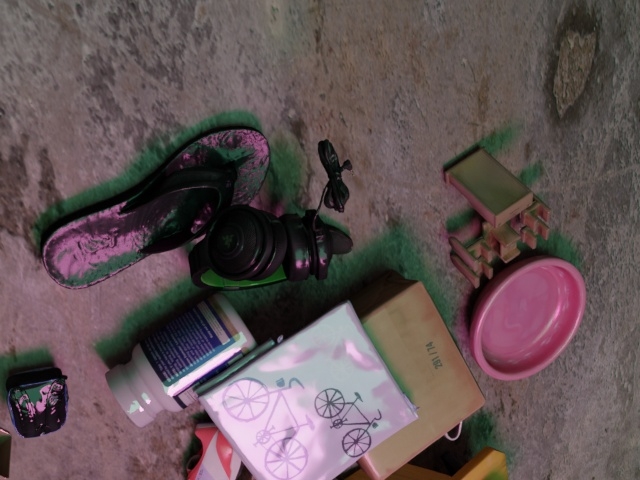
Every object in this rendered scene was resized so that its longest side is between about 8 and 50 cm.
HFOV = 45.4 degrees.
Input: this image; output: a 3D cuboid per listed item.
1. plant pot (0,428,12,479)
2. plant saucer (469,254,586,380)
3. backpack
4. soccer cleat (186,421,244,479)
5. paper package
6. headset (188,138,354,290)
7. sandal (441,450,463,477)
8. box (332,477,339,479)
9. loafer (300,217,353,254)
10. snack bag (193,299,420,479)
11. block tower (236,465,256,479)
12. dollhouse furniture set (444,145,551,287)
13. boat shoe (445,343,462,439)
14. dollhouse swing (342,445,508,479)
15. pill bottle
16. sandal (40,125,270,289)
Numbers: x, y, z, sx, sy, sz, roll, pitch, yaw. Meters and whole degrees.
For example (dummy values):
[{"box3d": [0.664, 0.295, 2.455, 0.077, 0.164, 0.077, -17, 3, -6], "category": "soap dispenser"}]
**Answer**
[{"box3d": [-0.631, 0.391, 1.364, 0.096, 0.109, 0.109, -39, 126, 9], "category": "plant pot"}, {"box3d": [0.490, 0.179, 1.855, 0.332, 0.084, 0.332, -12, 119, -23], "category": "plant saucer"}, {"box3d": [-0.510, 0.290, 1.384, 0.105, 0.084, 0.114, -9, 112, -23], "category": "backpack"}, {"box3d": [-0.240, 0.523, 1.642, 0.117, 0.108, 0.318, 14, 112, -7], "category": "soccer cleat"}, {"box3d": [0.140, 0.278, 1.612, 0.310, 0.168, 0.324, -33, 103, -11], "category": "paper package"}, {"box3d": [-0.080, -0.019, 1.345, 0.243, 0.394, 0.185, 2, 69, -37], "category": "headset"}, {"box3d": [0.373, 0.659, 2.023, 0.054, 0.097, 0.254, -36, 114, -10], "category": "sandal"}, {"box3d": [0.002, 0.663, 1.733, 0.148, 0.127, 0.232, -65, 163, 15], "category": "box"}, {"box3d": [0.000, 0.000, 1.526, 0.170, 0.061, 0.062, 14, 106, -32], "category": "loafer"}, {"box3d": [-0.016, 0.310, 1.453, 0.343, 0.037, 0.323, -34, 111, -7], "category": "snack bag"}, {"box3d": [-0.115, 0.448, 1.664, 0.097, 0.091, 0.335, 4, 112, -28], "category": "block tower"}, {"box3d": [0.370, -0.058, 1.674, 0.212, 0.161, 0.242, -33, 146, -10], "category": "dollhouse furniture set"}, {"box3d": [0.310, 0.364, 1.846, 0.096, 0.088, 0.267, -9, 117, -24], "category": "boat shoe"}, {"box3d": [0.274, 0.676, 1.935, 0.305, 0.315, 0.346, -40, 126, -44], "category": "dollhouse swing"}, {"box3d": [-0.259, 0.227, 1.444, 0.265, 0.153, 0.153, -33, 124, -10], "category": "pill bottle"}, {"box3d": [-0.266, -0.043, 1.339, 0.446, 0.107, 0.167, -33, 124, -10], "category": "sandal"}]
